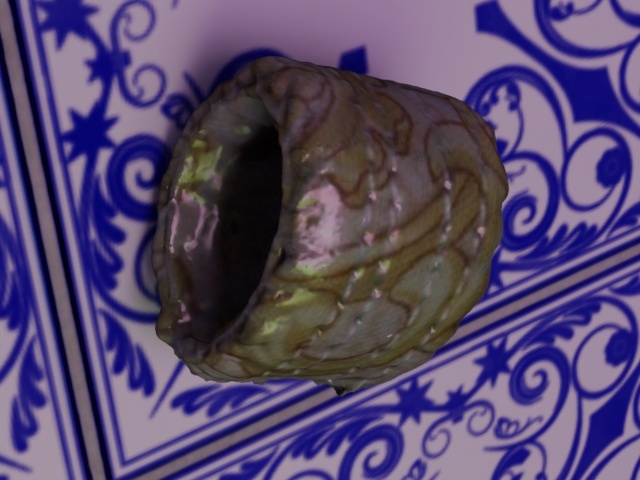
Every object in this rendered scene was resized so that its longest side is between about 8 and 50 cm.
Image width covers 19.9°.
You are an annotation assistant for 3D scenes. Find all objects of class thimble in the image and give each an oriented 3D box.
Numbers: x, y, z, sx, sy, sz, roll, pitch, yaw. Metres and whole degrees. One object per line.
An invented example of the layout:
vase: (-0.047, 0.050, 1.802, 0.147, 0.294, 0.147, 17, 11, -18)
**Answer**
thimble: (0.000, 0.000, 0.978, 0.143, 0.137, 0.190, 3, 122, -39)
